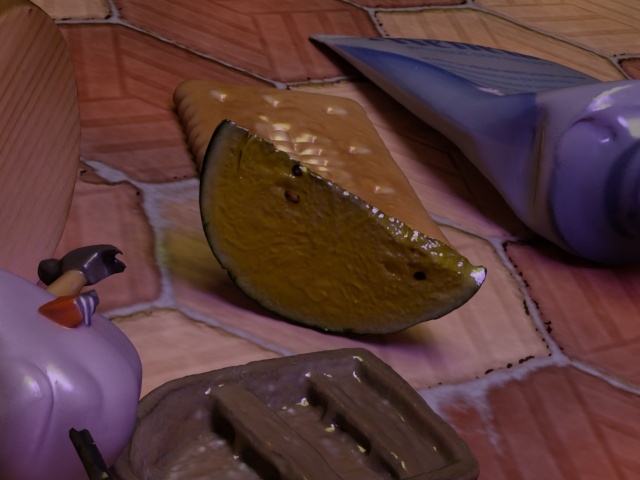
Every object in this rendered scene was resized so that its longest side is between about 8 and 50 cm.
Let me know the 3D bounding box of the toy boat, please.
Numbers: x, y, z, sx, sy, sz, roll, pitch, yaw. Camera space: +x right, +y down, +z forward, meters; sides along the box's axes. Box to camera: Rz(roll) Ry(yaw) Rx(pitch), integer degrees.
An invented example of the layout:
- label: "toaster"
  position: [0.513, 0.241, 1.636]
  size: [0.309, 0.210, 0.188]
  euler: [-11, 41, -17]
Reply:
- label: "toy boat"
  position: [-0.025, 0.116, 0.762]
  size: [0.188, 0.061, 0.116]
  euler: [-7, 37, -39]

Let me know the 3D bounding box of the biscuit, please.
- label: "biscuit"
  position: [-0.007, -0.048, 1.113]
  size: [0.160, 0.030, 0.249]
  euler: [6, 29, -20]

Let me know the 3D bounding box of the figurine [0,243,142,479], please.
- label: "figurine"
  position: [-0.157, 0.082, 0.665]
  size: [0.229, 0.137, 0.112]
  euler: [-31, 89, -30]

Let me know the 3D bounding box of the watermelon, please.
- label: "watermelon"
  position: [-0.005, 0.009, 0.946]
  size: [0.181, 0.092, 0.075]
  euler: [31, 70, -12]

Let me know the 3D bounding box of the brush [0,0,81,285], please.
- label: "brush"
  position: [-0.243, -0.024, 0.814]
  size: [0.166, 0.174, 0.266]
  euler: [6, 45, 12]

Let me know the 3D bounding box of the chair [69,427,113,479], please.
- label: "chair"
  position: [-0.086, 0.205, 0.466]
  size: [0.170, 0.160, 0.326]
  euler: [-3, 29, -32]

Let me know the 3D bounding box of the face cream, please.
- label: "face cream"
  position: [0.169, -0.098, 1.255]
  size: [0.235, 0.137, 0.420]
  euler: [2, 19, -23]
